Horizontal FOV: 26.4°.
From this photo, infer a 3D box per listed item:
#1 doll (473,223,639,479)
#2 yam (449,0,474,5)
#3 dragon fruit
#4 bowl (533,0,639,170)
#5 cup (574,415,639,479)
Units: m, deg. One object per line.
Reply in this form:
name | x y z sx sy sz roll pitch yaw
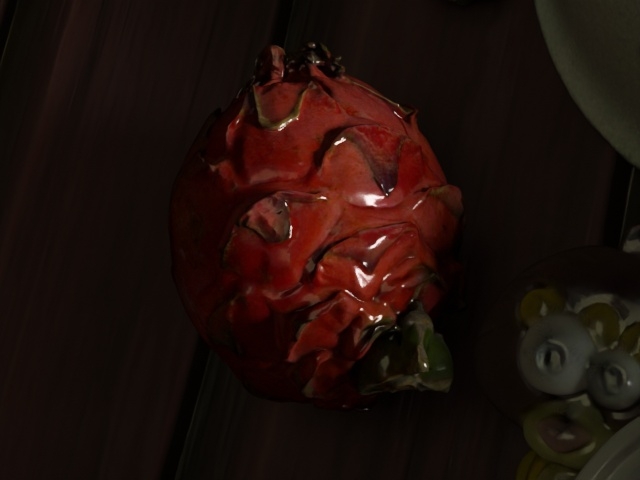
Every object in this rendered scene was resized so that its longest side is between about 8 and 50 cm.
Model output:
doll | 0.150 0.089 0.688 0.145 0.096 0.188 -12 77 33
yam | 0.116 -0.270 0.847 0.061 0.061 0.253 11 78 31
dragon fruit | 0.000 0.000 0.754 0.172 0.172 0.210 -22 64 20
bowl | 0.276 -0.227 0.665 0.434 0.196 0.435 -9 70 26
cup | 0.189 0.173 0.550 0.241 0.226 0.185 -36 46 28
